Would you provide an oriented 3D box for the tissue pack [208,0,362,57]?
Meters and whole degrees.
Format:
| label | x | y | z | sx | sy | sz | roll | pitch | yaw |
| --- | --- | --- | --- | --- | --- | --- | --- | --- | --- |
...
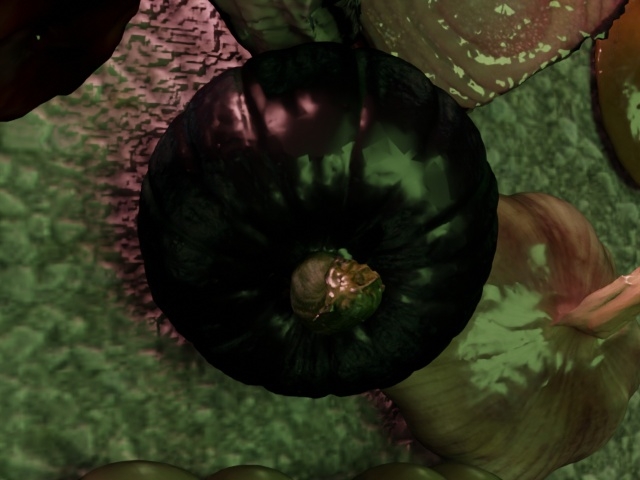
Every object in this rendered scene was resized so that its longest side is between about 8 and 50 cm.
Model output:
| label | x | y | z | sx | sy | sz | roll | pitch | yaw |
| --- | --- | --- | --- | --- | --- | --- | --- | --- | --- |
| tissue pack | -0.037 | -0.304 | 0.870 | 0.245 | 0.123 | 0.332 | 47 | 41 | -74 |

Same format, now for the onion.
| label | x | y | z | sx | sy | sz | roll | pitch | yaw |
| --- | --- | --- | --- | --- | --- | --- | --- | --- | --- |
| onion | 0.100 | -0.220 | 1.054 | 0.250 | 0.111 | 0.247 | -31 | 82 | -22 |

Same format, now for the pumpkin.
| label | x | y | z | sx | sy | sz | roll | pitch | yaw |
| --- | --- | --- | --- | --- | --- | --- | --- | --- | --- |
| pumpkin | 0.000 | 0.000 | 0.849 | 0.248 | 0.248 | 0.248 | 3 | 85 | -38 |

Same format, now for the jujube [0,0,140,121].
| label | x | y | z | sx | sy | sz | roll | pitch | yaw |
| --- | --- | --- | --- | --- | --- | --- | --- | --- | --- |
| jujube | -0.238 | -0.238 | 0.693 | 0.258 | 0.258 | 0.376 | -42 | 106 | -32 |

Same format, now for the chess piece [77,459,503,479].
| label | x | y | z | sx | sy | sz | roll | pitch | yaw |
| --- | --- | --- | --- | --- | --- | --- | --- | --- | --- |
| chess piece | -0.030 | 0.223 | 0.880 | 0.330 | 0.182 | 0.182 | 14 | 78 | -31 |

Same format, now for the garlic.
| label | x | y | z | sx | sy | sz | roll | pitch | yaw |
| --- | --- | --- | --- | --- | --- | --- | --- | --- | --- |
| garlic | 0.182 | 0.064 | 1.003 | 0.245 | 0.253 | 0.245 | 11 | 71 | -35 |

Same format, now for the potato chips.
| label | x | y | z | sx | sy | sz | roll | pitch | yaw |
| --- | --- | --- | --- | --- | --- | --- | --- | --- | --- |
| potato chips | 0.330 | -0.146 | 1.257 | 0.150 | 0.049 | 0.201 | 9 | 75 | -42 |
